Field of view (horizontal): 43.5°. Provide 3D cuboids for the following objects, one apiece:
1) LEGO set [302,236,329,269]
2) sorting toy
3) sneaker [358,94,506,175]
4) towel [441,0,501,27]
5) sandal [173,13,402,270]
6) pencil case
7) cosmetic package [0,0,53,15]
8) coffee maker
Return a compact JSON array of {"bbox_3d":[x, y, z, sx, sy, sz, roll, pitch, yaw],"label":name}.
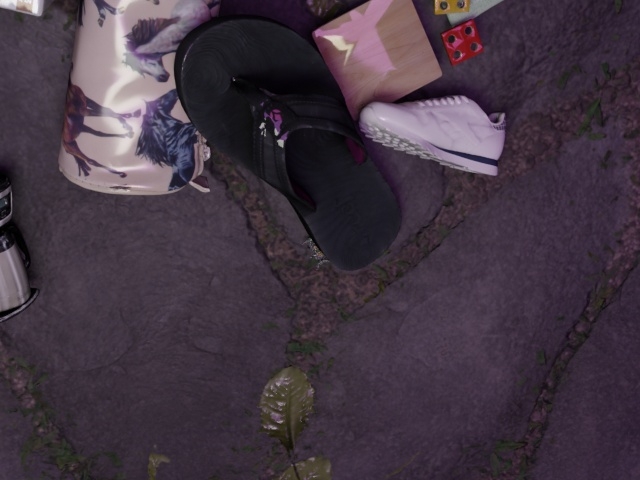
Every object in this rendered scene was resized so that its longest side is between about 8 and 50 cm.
[{"bbox_3d":[0.003,0.000,1.164,0.054,0.023,0.083,29,92,-22],"label":"LEGO set"},{"bbox_3d":[0.080,-0.252,1.053,0.274,0.046,0.132,-28,115,3],"label":"sorting toy"},{"bbox_3d":[0.153,-0.157,1.080,0.235,0.090,0.095,13,96,-35],"label":"sneaker"},{"bbox_3d":[0.202,-0.469,0.993,0.248,0.038,0.325,-31,116,5],"label":"towel"},{"bbox_3d":[-0.003,-0.105,0.994,0.167,0.107,0.446,-46,134,-2],"label":"sandal"},{"bbox_3d":[-0.189,-0.258,0.940,0.183,0.160,0.410,4,113,-26],"label":"pencil case"},{"bbox_3d":[-0.315,-0.318,0.851,0.085,0.231,0.117,10,110,-14],"label":"cosmetic package"},{"bbox_3d":[-0.465,0.008,1.024,0.171,0.120,0.178,-7,113,-7],"label":"coffee maker"}]
